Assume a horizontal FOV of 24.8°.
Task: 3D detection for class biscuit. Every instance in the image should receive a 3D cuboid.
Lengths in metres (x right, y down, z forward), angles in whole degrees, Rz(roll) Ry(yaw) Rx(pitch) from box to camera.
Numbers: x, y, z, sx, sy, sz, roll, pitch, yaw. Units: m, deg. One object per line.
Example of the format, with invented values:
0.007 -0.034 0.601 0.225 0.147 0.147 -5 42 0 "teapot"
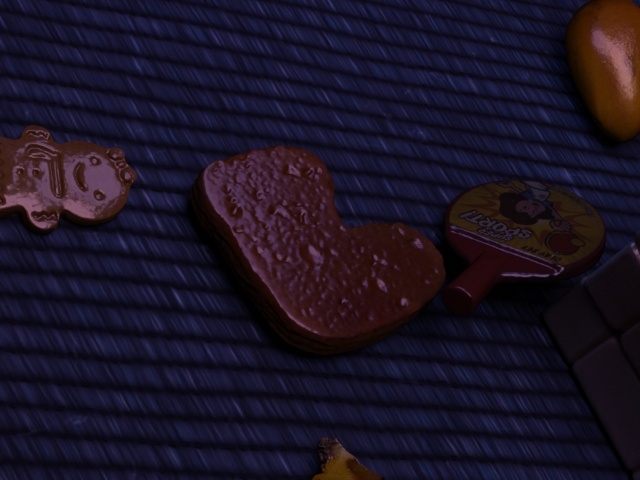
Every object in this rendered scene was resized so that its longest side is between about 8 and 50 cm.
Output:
-0.001 0.001 1.712 0.262 0.052 0.277 -28 76 -42 "biscuit"
-0.295 -0.065 1.608 0.184 0.027 0.133 16 54 -20 "biscuit"

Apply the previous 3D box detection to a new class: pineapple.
0.028 0.253 1.564 0.114 0.077 0.114 -9 53 -37 "pineapple"

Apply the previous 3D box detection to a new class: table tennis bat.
0.234 0.006 1.782 0.200 0.038 0.310 21 35 23 "table tennis bat"

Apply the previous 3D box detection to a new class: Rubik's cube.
0.524 0.115 1.755 0.322 0.316 0.319 -15 70 -35 "Rubik's cube"

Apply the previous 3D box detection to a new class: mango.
0.416 -0.240 2.049 0.145 0.112 0.219 4 72 -27 "mango"
